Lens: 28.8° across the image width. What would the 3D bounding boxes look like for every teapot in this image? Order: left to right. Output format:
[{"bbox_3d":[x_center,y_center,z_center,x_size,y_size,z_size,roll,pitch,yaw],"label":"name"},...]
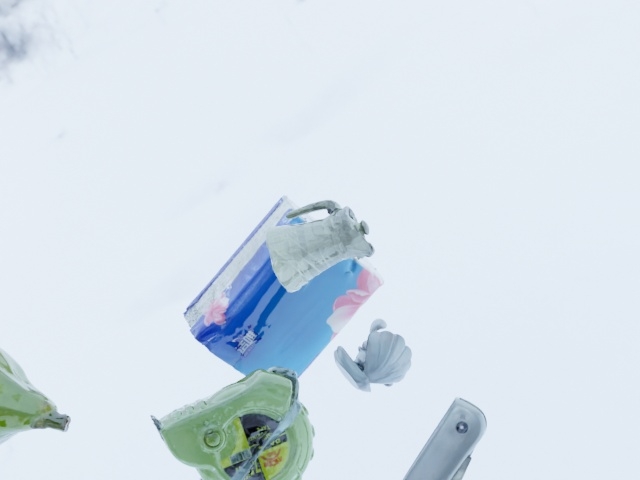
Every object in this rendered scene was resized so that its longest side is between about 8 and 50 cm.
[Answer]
[{"bbox_3d":[0.000,0.000,1.012,0.083,0.057,0.067,-18,67,12],"label":"teapot"}]

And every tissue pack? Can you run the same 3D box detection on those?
[{"bbox_3d":[-0.061,0.095,2.028,0.270,0.209,0.137,-48,24,7],"label":"tissue pack"}]

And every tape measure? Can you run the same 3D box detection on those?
[{"bbox_3d":[-0.098,0.261,1.641,0.200,0.175,0.106,-27,8,-13],"label":"tape measure"}]

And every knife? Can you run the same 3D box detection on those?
[{"bbox_3d":[0.133,0.325,1.584,0.266,0.073,0.040,-62,-18,7],"label":"knife"}]

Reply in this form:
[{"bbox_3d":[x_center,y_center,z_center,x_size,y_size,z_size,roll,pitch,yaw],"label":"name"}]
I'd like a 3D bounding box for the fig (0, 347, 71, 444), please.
[{"bbox_3d":[-0.472,0.219,1.580,0.233,0.314,0.233,-163,90,-86],"label":"fig"}]

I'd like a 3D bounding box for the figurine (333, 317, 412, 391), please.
[{"bbox_3d":[0.073,0.158,1.637,0.086,0.094,0.082,-39,25,-12],"label":"figurine"}]
